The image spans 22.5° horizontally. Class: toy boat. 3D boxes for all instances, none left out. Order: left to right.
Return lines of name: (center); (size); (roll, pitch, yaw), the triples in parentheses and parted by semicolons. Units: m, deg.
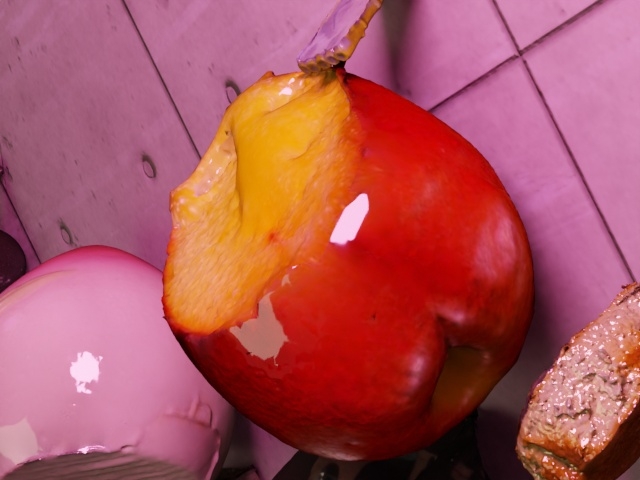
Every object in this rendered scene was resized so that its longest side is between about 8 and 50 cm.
toy boat: (0.028, -0.171, 1.183); (0.016, 0.115, 0.063); (44, 152, -21)

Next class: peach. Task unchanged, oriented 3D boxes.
peach: (0.000, 0.000, 1.205); (0.338, 0.281, 0.281); (46, 144, 29)

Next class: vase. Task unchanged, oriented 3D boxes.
vase: (-0.424, -0.011, 1.997); (0.120, 0.120, 0.182); (26, 117, 47)

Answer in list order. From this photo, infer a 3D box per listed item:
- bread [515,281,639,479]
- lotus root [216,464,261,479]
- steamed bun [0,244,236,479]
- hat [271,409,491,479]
bread: (0.196, 0.103, 1.094); (0.069, 0.140, 0.128); (37, 145, 26)
lotus root: (-0.101, 0.320, 1.764); (0.144, 0.070, 0.143); (63, 150, 2)
steamed bun: (-0.234, 0.135, 1.654); (0.309, 0.309, 0.309); (36, 138, 40)
hat: (-0.007, 0.299, 1.352); (0.257, 0.366, 0.381); (28, 132, 18)
